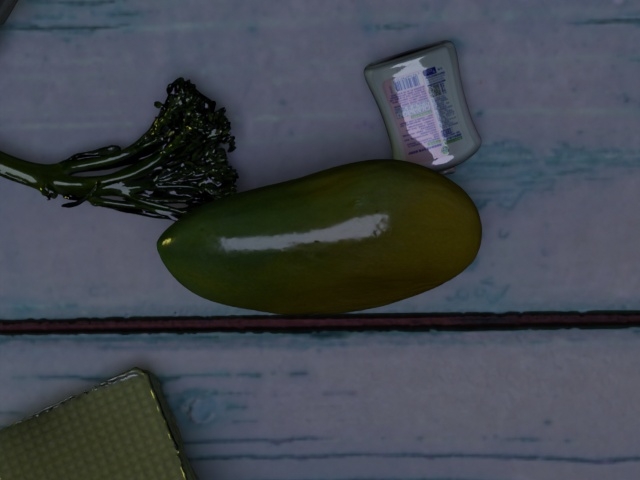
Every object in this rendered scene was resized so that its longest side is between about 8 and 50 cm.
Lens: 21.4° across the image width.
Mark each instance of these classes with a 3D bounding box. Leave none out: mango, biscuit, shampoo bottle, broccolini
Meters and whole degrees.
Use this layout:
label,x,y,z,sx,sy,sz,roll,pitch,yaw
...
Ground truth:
label,x,y,z,sx,sy,sz,roll,pitch,yaw
mango,0.003,0.003,1.271,0.237,0.137,0.091,-10,57,4
biscuit,-0.150,0.232,1.288,0.150,0.052,0.252,-27,62,-1
shampoo bottle,0.081,-0.096,1.291,0.072,0.043,0.099,-18,101,5
broccolini,-0.184,-0.087,1.277,0.271,0.062,0.123,19,96,-9

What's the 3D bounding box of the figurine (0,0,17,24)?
label,x,y,z,sx,sy,sz,roll,pitch,yaw
figurine,-0.284,-0.284,1.193,0.285,0.167,0.343,-19,101,3
